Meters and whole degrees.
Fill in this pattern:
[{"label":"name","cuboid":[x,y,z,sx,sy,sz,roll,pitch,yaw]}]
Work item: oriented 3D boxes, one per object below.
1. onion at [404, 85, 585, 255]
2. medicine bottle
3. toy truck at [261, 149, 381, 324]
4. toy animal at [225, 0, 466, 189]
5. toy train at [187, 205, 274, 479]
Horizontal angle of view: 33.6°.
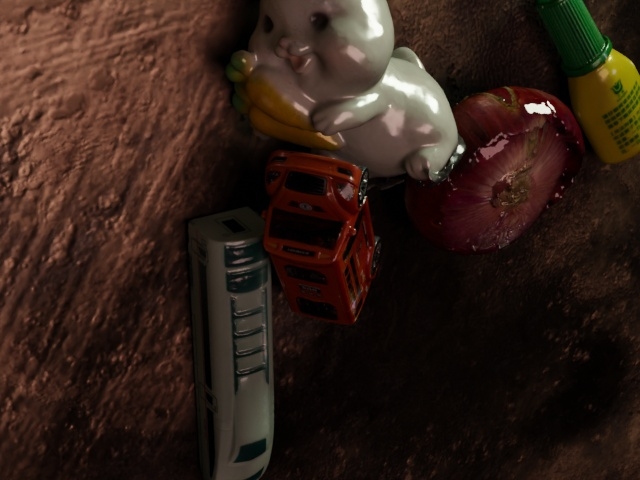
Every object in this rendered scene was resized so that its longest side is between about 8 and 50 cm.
[{"label":"onion","cuboid":[0.217,-0.093,1.354,0.248,0.161,0.248,-10,120,-19]},{"label":"medicine bottle","cuboid":[0.377,-0.231,1.454,0.111,0.076,0.309,-49,130,-10]},{"label":"toy truck","cuboid":[0.000,0.000,1.204,0.253,0.107,0.114,73,32,-62]},{"label":"toy animal","cuboid":[0.036,-0.203,1.170,0.247,0.182,0.310,-41,123,-19]},{"label":"toy train","cuboid":[-0.100,0.165,1.295,0.086,0.088,0.407,-15,120,-29]}]
